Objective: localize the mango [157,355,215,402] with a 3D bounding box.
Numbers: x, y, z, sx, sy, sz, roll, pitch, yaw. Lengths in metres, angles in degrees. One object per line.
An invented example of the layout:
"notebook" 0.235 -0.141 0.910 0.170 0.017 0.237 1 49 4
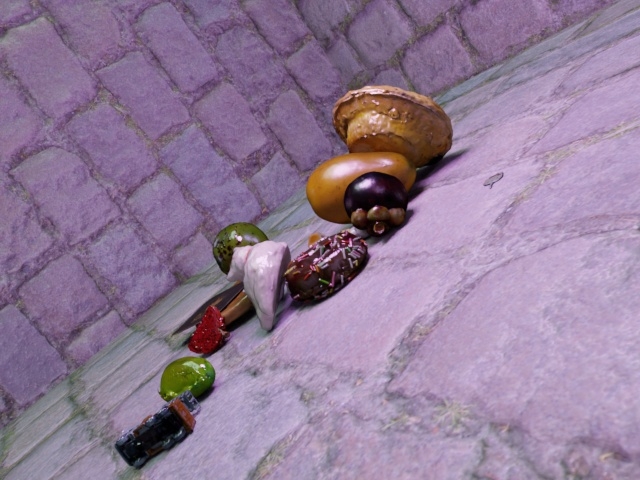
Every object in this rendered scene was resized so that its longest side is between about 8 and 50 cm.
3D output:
"mango" -0.339 0.360 1.354 0.178 0.100 0.119 -20 58 31

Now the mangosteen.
"mangosteen" 0.168 -0.097 1.550 0.194 0.194 0.230 -30 49 27

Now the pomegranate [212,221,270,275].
"pomegranate" -0.317 0.057 2.148 0.254 0.254 0.270 -31 36 24

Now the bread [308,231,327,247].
"bread" 0.001 -0.001 1.890 0.103 0.049 0.062 -20 53 49

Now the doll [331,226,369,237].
"doll" 0.090 -0.013 1.669 0.163 0.062 0.106 -31 17 15

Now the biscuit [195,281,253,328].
"biscuit" -0.282 0.205 1.859 0.365 0.062 0.385 -46 13 -30

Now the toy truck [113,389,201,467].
"toy truck" -0.375 0.432 1.211 0.178 0.080 0.115 -33 7 7

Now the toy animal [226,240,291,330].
"toy animal" -0.192 0.114 1.537 0.266 0.188 0.307 108 174 -62

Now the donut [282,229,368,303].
"donut" 0.011 0.069 1.479 0.270 0.103 0.269 -33 11 7

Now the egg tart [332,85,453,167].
"egg tart" 0.238 -0.355 1.823 0.443 0.443 0.178 -17 50 58

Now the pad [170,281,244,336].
"pad" -0.426 0.235 1.879 0.375 0.063 0.315 -29 14 44

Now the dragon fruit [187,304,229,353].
"dragon fruit" -0.331 0.296 1.639 0.106 0.083 0.162 33 94 34

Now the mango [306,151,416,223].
"mango" 0.138 -0.184 1.759 0.378 0.221 0.264 -16 -24 20

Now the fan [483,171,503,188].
"fan" 0.442 -0.152 1.351 0.056 0.004 0.083 -26 16 39
